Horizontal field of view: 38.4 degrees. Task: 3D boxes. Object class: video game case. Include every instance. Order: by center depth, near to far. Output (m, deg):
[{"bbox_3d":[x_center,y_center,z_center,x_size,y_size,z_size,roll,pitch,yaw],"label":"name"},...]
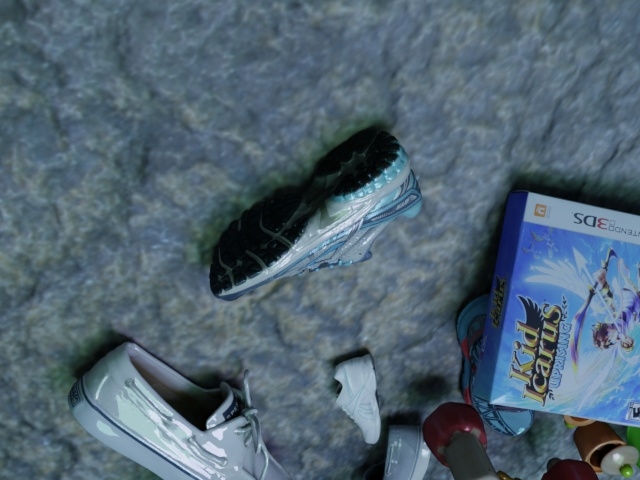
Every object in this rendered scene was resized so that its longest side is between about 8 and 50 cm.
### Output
[{"bbox_3d":[0.338,0.090,1.176,0.244,0.061,0.269,11,89,-13],"label":"video game case"}]

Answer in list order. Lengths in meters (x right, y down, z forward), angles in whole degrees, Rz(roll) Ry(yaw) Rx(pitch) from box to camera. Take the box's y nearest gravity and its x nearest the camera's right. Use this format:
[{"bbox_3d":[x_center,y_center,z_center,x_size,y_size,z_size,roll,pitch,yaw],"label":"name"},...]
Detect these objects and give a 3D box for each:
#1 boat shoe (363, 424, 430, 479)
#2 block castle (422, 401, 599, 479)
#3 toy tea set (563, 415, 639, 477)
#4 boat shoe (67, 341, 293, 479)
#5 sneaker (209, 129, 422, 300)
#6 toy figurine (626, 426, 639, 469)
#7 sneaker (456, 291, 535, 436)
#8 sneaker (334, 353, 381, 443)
[{"bbox_3d":[0.105,0.361,1.390,0.081,0.079,0.227,13,122,-1],"label":"boat shoe"},{"bbox_3d":[0.190,0.475,1.310,0.303,0.213,0.453,27,105,-17],"label":"block castle"},{"bbox_3d":[0.444,0.236,1.359,0.200,0.124,0.336,-26,126,3],"label":"toy tea set"},{"bbox_3d":[-0.136,0.241,1.210,0.367,0.136,0.156,39,104,-23],"label":"boat shoe"},{"bbox_3d":[0.000,0.000,1.087,0.283,0.110,0.122,-33,129,8],"label":"sneaker"},{"bbox_3d":[0.597,0.341,1.466,0.159,0.173,0.130,15,136,-38],"label":"toy figurine"},{"bbox_3d":[0.253,0.203,1.283,0.104,0.125,0.261,-22,126,0],"label":"sneaker"},{"bbox_3d":[0.053,0.224,1.293,0.061,0.053,0.152,-9,120,1],"label":"sneaker"}]
